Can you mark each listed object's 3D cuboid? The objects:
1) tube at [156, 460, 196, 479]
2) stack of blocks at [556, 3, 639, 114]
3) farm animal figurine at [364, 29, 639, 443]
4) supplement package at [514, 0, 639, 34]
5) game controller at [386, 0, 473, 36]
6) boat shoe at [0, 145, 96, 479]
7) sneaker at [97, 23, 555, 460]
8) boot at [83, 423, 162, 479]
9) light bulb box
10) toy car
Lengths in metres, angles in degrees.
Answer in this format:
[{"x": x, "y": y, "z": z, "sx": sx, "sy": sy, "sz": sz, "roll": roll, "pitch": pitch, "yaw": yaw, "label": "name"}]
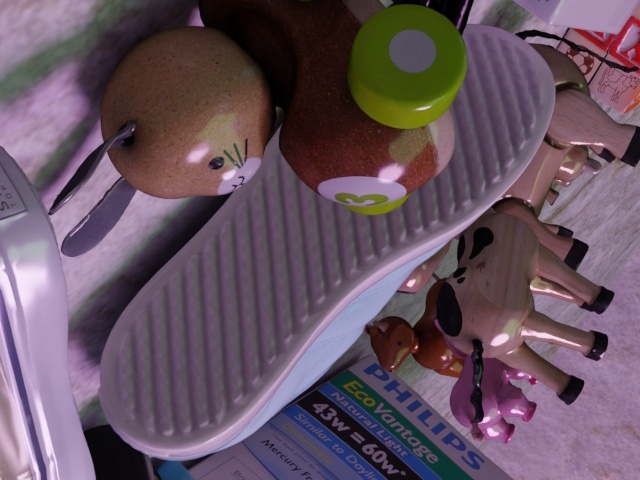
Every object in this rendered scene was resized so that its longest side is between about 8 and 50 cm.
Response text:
[{"x": -0.180, "y": 0.259, "z": 1.053, "sx": 0.207, "sy": 0.052, "sz": 0.080, "roll": -40, "pitch": 150, "yaw": -18, "label": "tube"}, {"x": 0.359, "y": -0.248, "z": 1.304, "sx": 0.297, "sy": 0.087, "sz": 0.171, "roll": -29, "pitch": 153, "yaw": -50, "label": "stack of blocks"}, {"x": 0.124, "y": -0.019, "z": 1.029, "sx": 0.327, "sy": 0.172, "sz": 0.330, "roll": -63, "pitch": -175, "yaw": -11, "label": "farm animal figurine"}, {"x": 0.161, "y": -0.207, "z": 0.865, "sx": 0.105, "sy": 0.105, "sz": 0.179, "roll": -57, "pitch": 162, "yaw": 20, "label": "supplement package"}, {"x": 0.081, "y": -0.205, "z": 0.651, "sx": 0.319, "sy": 0.067, "sz": 0.166, "roll": 104, "pitch": -11, "yaw": -53, "label": "game controller"}, {"x": -0.175, "y": 0.075, "z": 0.639, "sx": 0.094, "sy": 0.109, "sz": 0.302, "roll": -25, "pitch": 143, "yaw": -24, "label": "boat shoe"}, {"x": 0.000, "y": 0.000, "z": 0.878, "sx": 0.366, "sy": 0.135, "sz": 0.150, "roll": -40, "pitch": 172, "yaw": -13, "label": "sneaker"}, {"x": -0.111, "y": 0.261, "z": 0.921, "sx": 0.085, "sy": 0.236, "sz": 0.178, "roll": -15, "pitch": 154, "yaw": 7, "label": "boot"}, {"x": 0.045, "y": 0.345, "z": 1.262, "sx": 0.361, "sy": 0.358, "sz": 0.225, "roll": -26, "pitch": 151, "yaw": -56, "label": "light bulb box"}, {"x": -0.045, "y": -0.051, "z": 0.635, "sx": 0.188, "sy": 0.149, "sz": 0.155, "roll": -35, "pitch": 169, "yaw": -14, "label": "toy car"}]
